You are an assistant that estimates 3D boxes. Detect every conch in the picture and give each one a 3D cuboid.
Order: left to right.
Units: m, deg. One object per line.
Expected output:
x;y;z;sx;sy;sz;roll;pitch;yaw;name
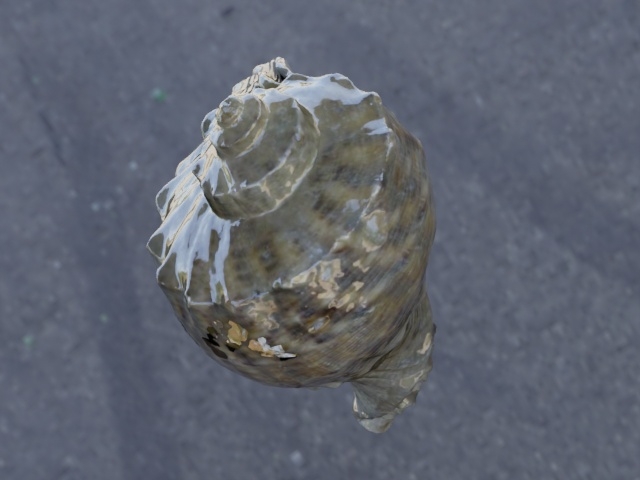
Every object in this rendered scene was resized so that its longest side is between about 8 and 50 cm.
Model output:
0.000;0.000;0.814;0.130;0.207;0.155;-14;50;19;conch
